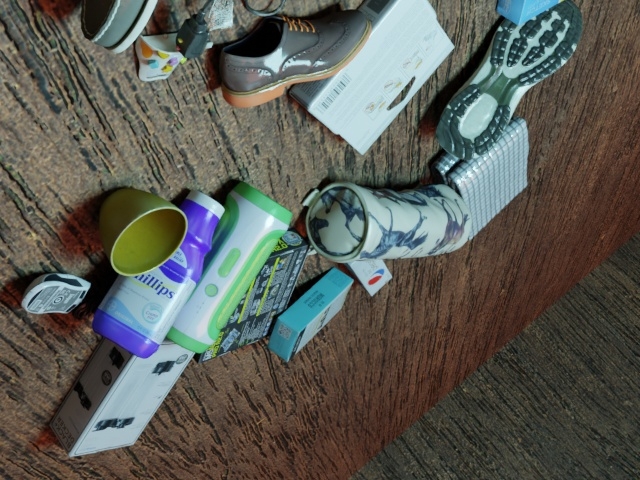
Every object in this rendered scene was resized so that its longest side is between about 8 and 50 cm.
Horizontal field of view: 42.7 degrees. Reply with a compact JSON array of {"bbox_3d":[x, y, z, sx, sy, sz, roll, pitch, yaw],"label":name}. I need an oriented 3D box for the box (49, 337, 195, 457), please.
[{"bbox_3d":[-0.371,0.271,1.561,0.169,0.087,0.290,4,125,-56],"label":"box"}]

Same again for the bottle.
[{"bbox_3d":[-0.258,0.051,1.351,0.283,0.118,0.092,-59,180,-11],"label":"bottle"}]

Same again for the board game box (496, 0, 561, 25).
[{"bbox_3d":[0.495,-0.591,1.603,0.316,0.064,0.242,-32,150,-23],"label":"board game box"}]

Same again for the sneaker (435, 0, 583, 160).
[{"bbox_3d":[0.387,-0.352,1.756,0.410,0.158,0.182,-49,-177,3],"label":"sneaker"}]

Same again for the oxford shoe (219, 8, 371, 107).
[{"bbox_3d":[-0.033,-0.300,1.250,0.271,0.097,0.098,-33,144,-22],"label":"oxford shoe"}]

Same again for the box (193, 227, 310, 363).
[{"bbox_3d":[-0.151,0.113,1.676,0.216,0.060,0.270,-18,141,-41],"label":"box"}]

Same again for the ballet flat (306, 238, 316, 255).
[{"bbox_3d":[0.000,0.000,1.751,0.114,0.041,0.041,-36,151,-18],"label":"ballet flat"}]

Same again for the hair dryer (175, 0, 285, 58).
[{"bbox_3d":[-0.112,-0.396,1.063,0.223,0.080,0.293,-44,163,-38],"label":"hair dryer"}]

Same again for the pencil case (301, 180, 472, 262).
[{"bbox_3d":[0.147,-0.045,1.747,0.410,0.183,0.160,-3,126,-49],"label":"pencil case"}]

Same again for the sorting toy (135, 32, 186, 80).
[{"bbox_3d":[-0.217,-0.249,1.134,0.083,0.045,0.075,-19,162,-40],"label":"sorting toy"}]

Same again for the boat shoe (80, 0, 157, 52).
[{"bbox_3d":[-0.220,-0.358,0.907,0.091,0.109,0.305,-6,128,-49],"label":"boat shoe"}]

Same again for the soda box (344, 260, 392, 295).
[{"bbox_3d":[0.101,0.053,1.927,0.074,0.069,0.216,-43,151,-4],"label":"soda box"}]

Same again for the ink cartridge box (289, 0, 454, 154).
[{"bbox_3d":[0.100,-0.307,1.454,0.275,0.060,0.239,-49,153,6],"label":"ink cartridge box"}]

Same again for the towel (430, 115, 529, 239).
[{"bbox_3d":[0.388,-0.166,1.977,0.235,0.121,0.284,-43,151,-9],"label":"towel"}]

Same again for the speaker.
[{"bbox_3d":[-0.173,0.047,1.449,0.296,0.131,0.131,-57,152,1],"label":"speaker"}]

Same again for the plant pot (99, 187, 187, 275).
[{"bbox_3d":[-0.288,-0.026,1.265,0.134,0.095,0.134,-34,150,-22],"label":"plant pot"}]

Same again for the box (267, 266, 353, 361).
[{"bbox_3d":[-0.020,0.163,1.847,0.244,0.060,0.100,-39,157,-49],"label":"box"}]

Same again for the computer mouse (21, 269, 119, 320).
[{"bbox_3d":[-0.406,0.081,1.311,0.106,0.042,0.193,-45,158,10],"label":"computer mouse"}]
